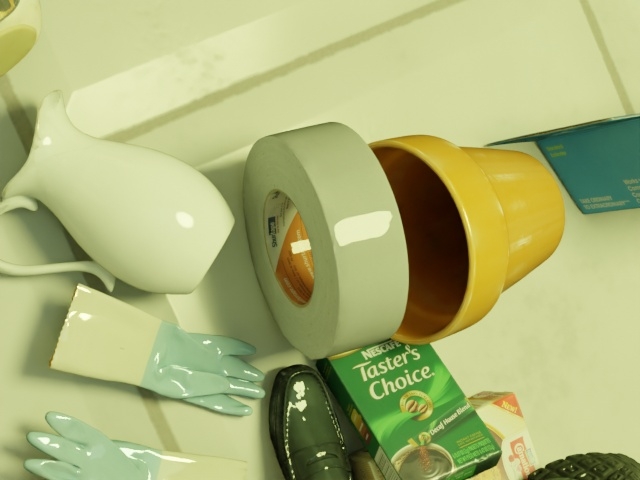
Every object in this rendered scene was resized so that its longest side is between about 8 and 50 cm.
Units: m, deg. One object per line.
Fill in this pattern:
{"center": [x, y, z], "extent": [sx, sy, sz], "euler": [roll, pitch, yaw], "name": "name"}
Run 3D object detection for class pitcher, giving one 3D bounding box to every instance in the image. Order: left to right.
{"center": [-0.203, -0.015, 1.138], "extent": [0.207, 0.125, 0.177], "euler": [31, 95, -7], "name": "pitcher"}

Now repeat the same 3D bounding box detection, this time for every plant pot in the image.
{"center": [0.143, -0.015, 1.244], "extent": [0.188, 0.205, 0.205], "euler": [-15, 92, -38], "name": "plant pot"}

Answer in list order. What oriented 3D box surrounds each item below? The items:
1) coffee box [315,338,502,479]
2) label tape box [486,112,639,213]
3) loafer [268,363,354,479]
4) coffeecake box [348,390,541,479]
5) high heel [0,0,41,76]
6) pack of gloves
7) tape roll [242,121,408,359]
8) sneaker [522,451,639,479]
{"center": [0.086, 0.167, 1.226], "extent": [0.113, 0.040, 0.184], "euler": [-19, 57, -22], "name": "coffee box"}
{"center": [0.389, -0.094, 1.320], "extent": [0.334, 0.241, 0.105], "euler": [-12, 92, -23], "name": "label tape box"}
{"center": [0.001, 0.234, 1.214], "extent": [0.076, 0.078, 0.223], "euler": [-10, 90, -24], "name": "loafer"}
{"center": [0.138, 0.258, 1.276], "extent": [0.186, 0.068, 0.142], "euler": [-21, 94, -23], "name": "coffeecake box"}
{"center": [-0.338, -0.253, 1.129], "extent": [0.186, 0.093, 0.261], "euler": [39, 84, 8], "name": "high heel"}
{"center": [-0.170, 0.168, 1.177], "extent": [0.232, 0.046, 0.195], "euler": [22, 78, -30], "name": "pack of gloves"}
{"center": [0.000, 0.000, 1.157], "extent": [0.072, 0.219, 0.219], "euler": [-13, 91, -23], "name": "tape roll"}
{"center": [0.228, 0.334, 1.234], "extent": [0.286, 0.109, 0.130], "euler": [-42, 122, -5], "name": "sneaker"}
